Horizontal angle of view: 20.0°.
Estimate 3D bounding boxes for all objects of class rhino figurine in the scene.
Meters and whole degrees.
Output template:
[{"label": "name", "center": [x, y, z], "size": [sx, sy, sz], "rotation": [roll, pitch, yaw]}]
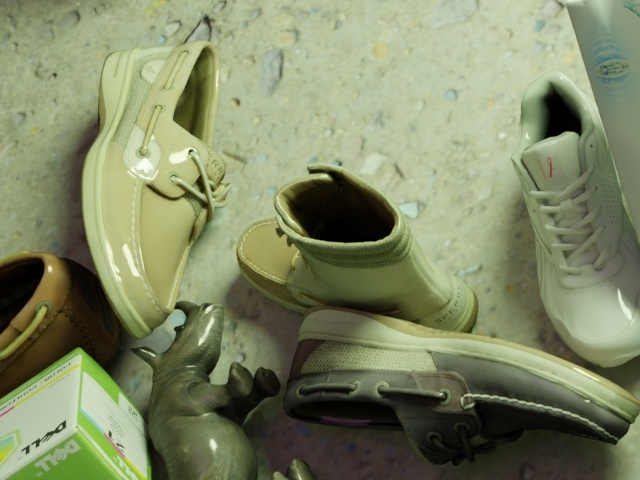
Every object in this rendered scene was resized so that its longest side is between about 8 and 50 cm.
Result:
[{"label": "rhino figurine", "center": [-0.085, 0.135, 1.381], "size": [0.106, 0.073, 0.243], "rotation": [-38, 48, 18]}]

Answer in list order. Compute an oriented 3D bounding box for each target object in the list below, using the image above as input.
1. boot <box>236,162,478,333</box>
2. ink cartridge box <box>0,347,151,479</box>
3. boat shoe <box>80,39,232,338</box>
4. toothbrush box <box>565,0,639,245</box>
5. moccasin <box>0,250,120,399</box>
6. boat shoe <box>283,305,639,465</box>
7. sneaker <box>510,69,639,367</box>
[{"label": "boot", "center": [0.000, 0.000, 1.350], "size": [0.213, 0.165, 0.077], "rotation": [18, 72, 34]}, {"label": "ink cartridge box", "center": [-0.224, 0.215, 1.329], "size": [0.188, 0.097, 0.255], "rotation": [-34, 22, 9]}, {"label": "boat shoe", "center": [-0.127, -0.054, 1.484], "size": [0.098, 0.109, 0.302], "rotation": [-14, 44, 13]}, {"label": "toothbrush box", "center": [0.336, -0.104, 1.161], "size": [0.295, 0.216, 0.126], "rotation": [-7, 23, 32]}, {"label": "moccasin", "center": [-0.351, 0.124, 1.490], "size": [0.380, 0.147, 0.139], "rotation": [-24, 54, 16]}, {"label": "boat shoe", "center": [0.092, 0.115, 1.281], "size": [0.285, 0.103, 0.092], "rotation": [11, 74, 37]}, {"label": "sneaker", "center": [0.177, -0.020, 1.294], "size": [0.090, 0.115, 0.232], "rotation": [-22, 55, 17]}]
